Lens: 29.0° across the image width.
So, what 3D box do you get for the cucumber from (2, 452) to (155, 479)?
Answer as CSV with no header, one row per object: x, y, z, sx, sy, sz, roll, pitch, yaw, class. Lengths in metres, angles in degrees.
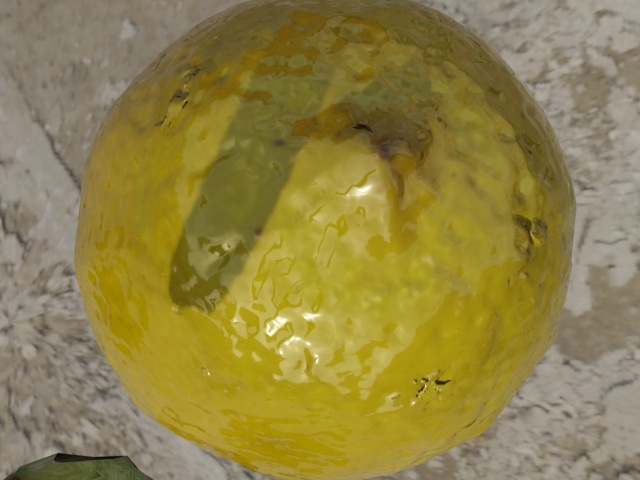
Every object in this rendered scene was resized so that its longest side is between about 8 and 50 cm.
-0.099,0.149,0.374,0.043,0.257,0.044,8,44,-21,cucumber

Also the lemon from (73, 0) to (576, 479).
0.001,0.000,0.787,0.336,0.336,0.336,1,86,-14,lemon
